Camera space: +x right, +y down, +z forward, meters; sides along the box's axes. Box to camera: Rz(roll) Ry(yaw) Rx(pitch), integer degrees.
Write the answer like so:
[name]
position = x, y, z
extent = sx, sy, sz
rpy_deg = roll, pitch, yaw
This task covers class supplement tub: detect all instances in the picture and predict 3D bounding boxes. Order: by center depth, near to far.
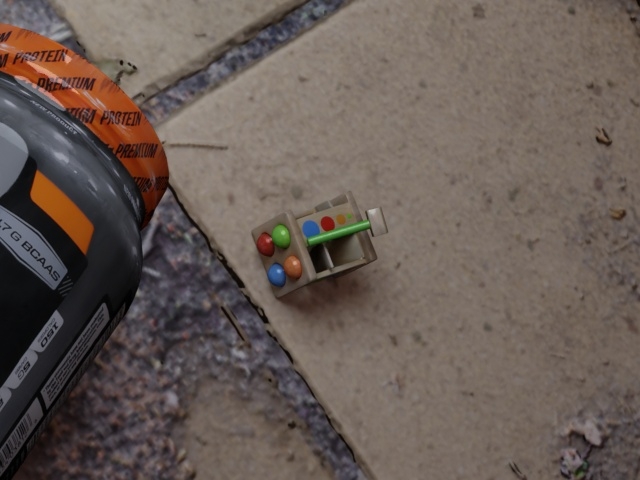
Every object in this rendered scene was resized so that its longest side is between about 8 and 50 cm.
[supplement tub]
position = -0.239, 0.048, 1.013
extent = 0.207, 0.207, 0.338
rpy_deg = 40, 59, -14

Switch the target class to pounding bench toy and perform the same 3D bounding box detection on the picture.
[pounding bench toy]
position = 0.000, 0.000, 1.239
extent = 0.065, 0.083, 0.052
rpy_deg = -18, 85, -34
